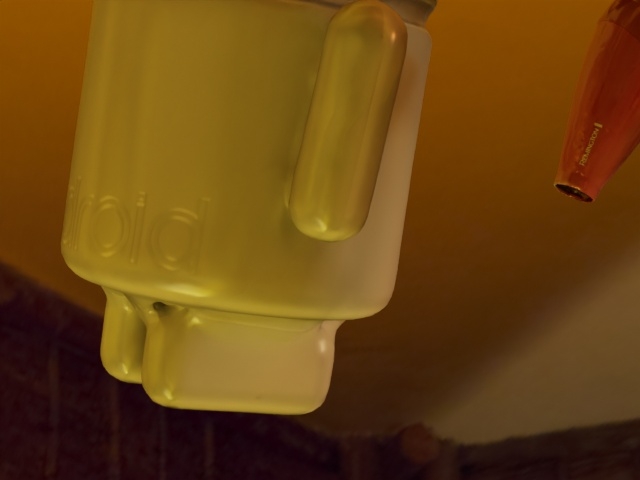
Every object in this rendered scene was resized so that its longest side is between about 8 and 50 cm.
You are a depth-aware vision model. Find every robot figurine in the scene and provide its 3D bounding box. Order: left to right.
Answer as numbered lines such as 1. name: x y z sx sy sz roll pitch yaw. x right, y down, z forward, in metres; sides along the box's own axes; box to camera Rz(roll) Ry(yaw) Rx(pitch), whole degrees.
1. robot figurine: -0.040 -0.079 0.953 0.200 0.300 0.353 6 -87 -31

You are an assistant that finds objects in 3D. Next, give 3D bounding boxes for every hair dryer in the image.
1. hair dryer: 0.315 -0.124 1.311 0.294 0.080 0.223 -28 -117 7
